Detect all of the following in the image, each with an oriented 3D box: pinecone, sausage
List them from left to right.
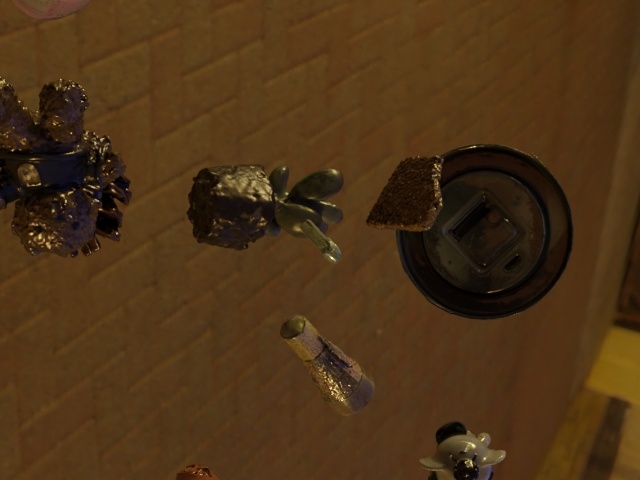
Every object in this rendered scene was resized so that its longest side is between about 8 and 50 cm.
[{"bbox_3d":[-0.393,-0.076,1.723,0.229,0.202,0.201,-161,-99,-68],"label":"pinecone"},{"bbox_3d":[-0.189,0.461,1.965,0.079,0.326,0.087,-36,113,-16],"label":"sausage"}]

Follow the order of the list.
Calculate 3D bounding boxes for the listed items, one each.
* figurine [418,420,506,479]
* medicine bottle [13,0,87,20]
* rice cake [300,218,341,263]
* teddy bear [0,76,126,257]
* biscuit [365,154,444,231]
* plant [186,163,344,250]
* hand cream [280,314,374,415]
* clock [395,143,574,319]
[{"bbox_3d":[0.237,0.371,1.873,0.192,0.147,0.126,-31,107,-84],"label":"figurine"},{"bbox_3d":[-0.404,-0.420,1.707,0.254,0.152,0.152,1,-109,71],"label":"medicine bottle"},{"bbox_3d":[0.000,0.000,1.347,0.021,0.022,0.121,-47,-158,2],"label":"rice cake"},{"bbox_3d":[-0.327,-0.099,1.342,0.129,0.182,0.251,-104,-169,-54],"label":"teddy bear"},{"bbox_3d":[0.143,-0.075,1.737,0.131,0.026,0.237,-62,-164,-7],"label":"biscuit"},{"bbox_3d":[-0.093,-0.062,1.981,0.146,0.275,0.149,121,-41,-52],"label":"plant"},{"bbox_3d":[0.004,0.183,1.715,0.203,0.084,0.084,52,52,-36],"label":"hand cream"},{"bbox_3d":[0.289,-0.015,1.961,0.061,0.313,0.312,10,96,-75],"label":"clock"}]
